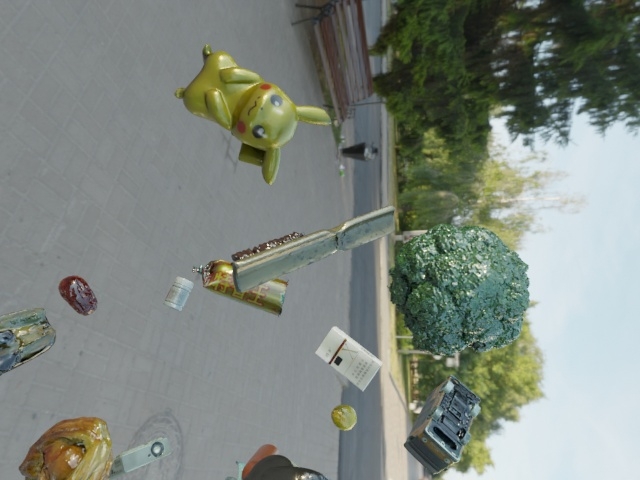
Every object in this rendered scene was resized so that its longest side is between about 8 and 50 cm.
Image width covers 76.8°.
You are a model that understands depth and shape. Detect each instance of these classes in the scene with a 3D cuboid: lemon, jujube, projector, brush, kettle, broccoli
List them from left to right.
[{"bbox_3d":[-0.711,0.163,1.185,0.129,0.077,0.077,55,15,2],"label":"jujube"},{"bbox_3d":[-0.541,0.643,1.196,0.147,0.115,0.061,4,58,-55],"label":"projector"},{"bbox_3d":[-0.060,0.649,1.011,0.161,0.222,0.236,-84,153,-59],"label":"kettle"},{"bbox_3d":[0.000,0.000,0.505,0.248,0.036,0.043,-21,128,-32],"label":"brush"},{"bbox_3d":[0.065,0.477,1.090,0.092,0.065,0.065,39,45,-36],"label":"lemon"},{"bbox_3d":[0.249,0.100,0.764,0.270,0.270,0.269,121,-29,-74],"label":"broccoli"}]

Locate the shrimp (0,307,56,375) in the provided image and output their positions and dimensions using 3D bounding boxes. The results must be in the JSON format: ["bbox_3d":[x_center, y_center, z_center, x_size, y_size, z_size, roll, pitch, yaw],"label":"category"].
[{"bbox_3d":[-0.391,0.108,0.360,0.253,0.173,0.058,-17,113,-38],"label":"shrimp"}]

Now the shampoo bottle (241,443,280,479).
[{"bbox_3d":[-0.176,0.660,1.150,0.244,0.086,0.085,53,36,-79],"label":"shampoo bottle"}]

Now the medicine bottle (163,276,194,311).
[{"bbox_3d":[-0.425,0.161,1.213,0.058,0.058,0.091,61,46,-61],"label":"medicine bottle"}]

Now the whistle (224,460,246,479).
[{"bbox_3d":[-0.254,0.804,1.251,0.093,0.274,0.186,32,67,-21],"label":"whistle"}]

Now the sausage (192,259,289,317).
[{"bbox_3d":[-0.259,0.138,1.318,0.117,0.318,0.125,140,-30,-67],"label":"sausage"}]

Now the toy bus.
[{"bbox_3d":[0.393,0.589,1.300,0.275,0.139,0.167,-33,160,-52],"label":"toy bus"}]

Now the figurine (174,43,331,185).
[{"bbox_3d":[-0.171,-0.294,0.946,0.218,0.327,0.169,-57,168,4],"label":"figurine"}]

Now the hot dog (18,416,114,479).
[{"bbox_3d":[-0.451,0.431,0.702,0.114,0.175,0.258,5,117,-43],"label":"hot dog"}]

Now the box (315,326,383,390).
[{"bbox_3d":[0.073,0.301,1.038,0.083,0.154,0.040,-58,163,8],"label":"box"}]
